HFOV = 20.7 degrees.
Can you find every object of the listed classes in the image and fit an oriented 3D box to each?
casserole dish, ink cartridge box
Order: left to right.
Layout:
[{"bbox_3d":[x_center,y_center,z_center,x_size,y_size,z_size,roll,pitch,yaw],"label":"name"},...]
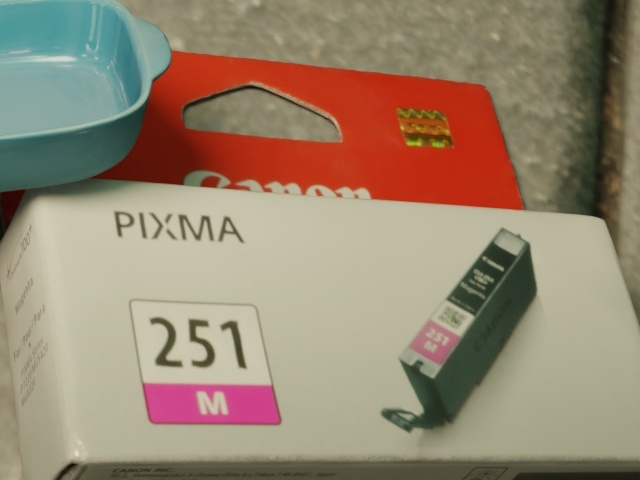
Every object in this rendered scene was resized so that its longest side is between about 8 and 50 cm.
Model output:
[{"bbox_3d":[-0.152,-0.053,0.685,0.188,0.037,0.114,-7,36,-11],"label":"casserole dish"},{"bbox_3d":[0.000,0.000,0.756,0.275,0.060,0.239,3,57,-26],"label":"ink cartridge box"}]
